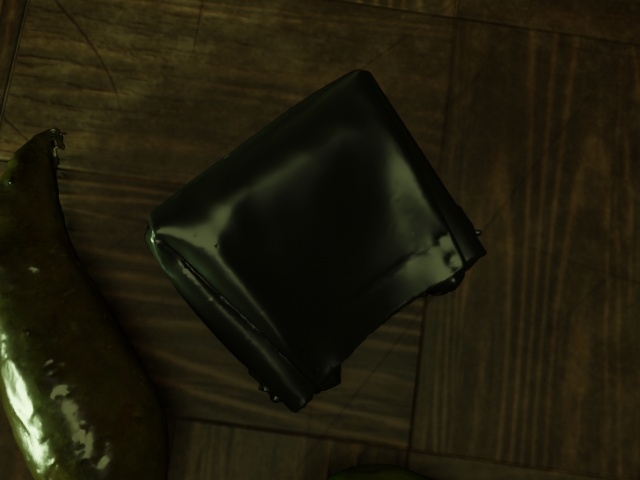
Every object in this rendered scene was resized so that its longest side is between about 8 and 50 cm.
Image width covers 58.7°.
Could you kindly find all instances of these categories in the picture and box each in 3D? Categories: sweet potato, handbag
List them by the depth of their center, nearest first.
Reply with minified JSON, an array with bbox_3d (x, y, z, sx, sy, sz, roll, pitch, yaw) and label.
[{"bbox_3d":[-0.253,0.084,0.557,0.130,0.130,0.423,-23,75,-5],"label":"sweet potato"},{"bbox_3d":[0.000,0.000,0.580,0.285,0.113,0.257,-37,90,-14],"label":"handbag"}]

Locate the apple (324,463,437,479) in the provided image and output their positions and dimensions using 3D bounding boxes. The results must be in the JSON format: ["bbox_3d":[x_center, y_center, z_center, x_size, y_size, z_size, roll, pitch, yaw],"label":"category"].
[{"bbox_3d":[0.066,0.300,0.502,0.196,0.196,0.157,7,110,-1],"label":"apple"}]
